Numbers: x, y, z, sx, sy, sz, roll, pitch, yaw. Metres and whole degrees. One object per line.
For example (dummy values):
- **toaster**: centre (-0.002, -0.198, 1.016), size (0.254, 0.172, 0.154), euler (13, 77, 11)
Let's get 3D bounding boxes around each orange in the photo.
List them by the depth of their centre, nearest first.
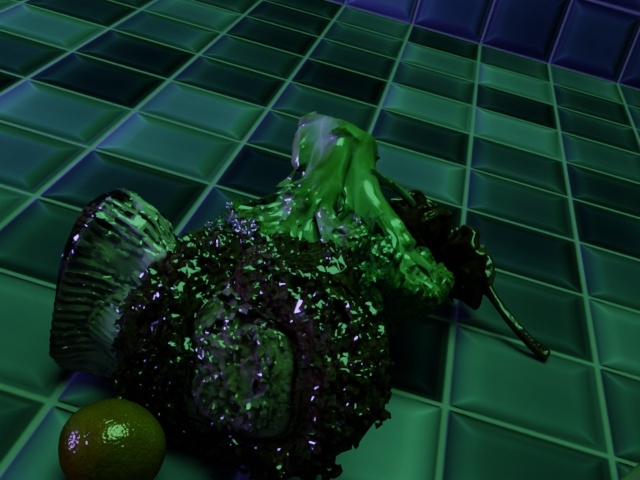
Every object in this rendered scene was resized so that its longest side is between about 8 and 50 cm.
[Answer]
- **orange**: centre (-0.156, 0.156, 0.727), size (0.085, 0.085, 0.085), euler (12, 27, -6)

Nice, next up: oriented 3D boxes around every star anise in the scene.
- **star anise**: centre (0.152, 0.032, 1.096), size (0.073, 0.234, 0.177), euler (-39, 21, -16)

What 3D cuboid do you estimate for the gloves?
- **gloves**: centre (-0.076, 0.075, 0.780), size (0.312, 0.210, 0.135), euler (28, 6, 22)

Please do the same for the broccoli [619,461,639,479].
- **broccoli**: centre (0.312, 0.207, 0.705), size (0.275, 0.307, 0.308), euler (-6, 24, 13)

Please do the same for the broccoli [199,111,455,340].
- **broccoli**: centre (0.000, 0.000, 0.960), size (0.262, 0.241, 0.269), euler (11, -10, 37)
